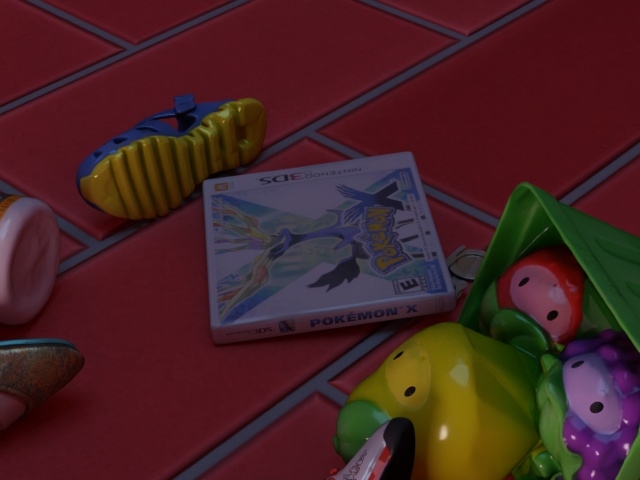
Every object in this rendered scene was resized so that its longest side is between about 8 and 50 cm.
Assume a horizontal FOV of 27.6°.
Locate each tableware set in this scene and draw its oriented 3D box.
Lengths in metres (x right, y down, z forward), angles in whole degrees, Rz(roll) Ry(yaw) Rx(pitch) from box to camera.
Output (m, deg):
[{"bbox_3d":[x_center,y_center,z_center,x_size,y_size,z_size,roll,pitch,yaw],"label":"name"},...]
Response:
[{"bbox_3d":[0.140,0.033,1.684,0.169,0.020,0.141,20,41,25],"label":"tableware set"}]

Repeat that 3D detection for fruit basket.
[{"bbox_3d":[0.206,0.139,1.359,0.392,0.282,0.392,14,31,-8],"label":"fruit basket"}]

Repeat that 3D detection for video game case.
[{"bbox_3d":[0.000,0.000,1.700,0.300,0.036,0.329,-8,37,-2],"label":"video game case"}]

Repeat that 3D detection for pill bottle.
[{"bbox_3d":[-0.479,0.008,1.615,0.279,0.162,0.162,9,37,14],"label":"pill bottle"}]

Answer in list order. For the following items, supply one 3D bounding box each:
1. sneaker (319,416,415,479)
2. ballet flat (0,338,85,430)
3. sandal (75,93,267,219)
[{"bbox_3d":[-0.018,0.273,1.231,0.145,0.090,0.270,14,68,26],"label":"sneaker"},{"bbox_3d":[-0.433,0.184,1.429,0.349,0.123,0.123,-4,36,-6],"label":"ballet flat"},{"bbox_3d":[-0.224,-0.126,1.840,0.138,0.126,0.317,23,34,34],"label":"sandal"}]
